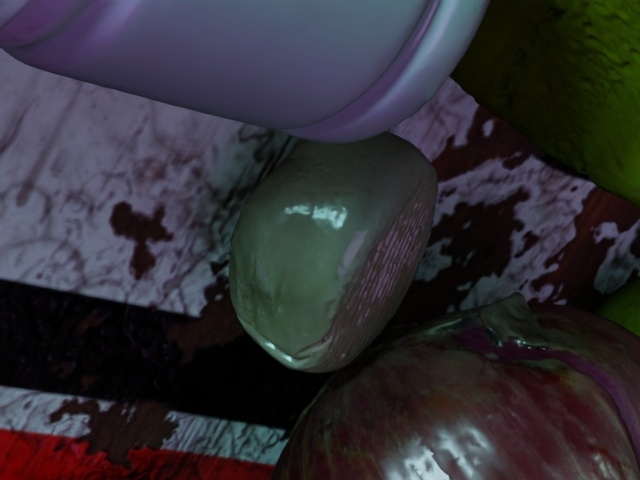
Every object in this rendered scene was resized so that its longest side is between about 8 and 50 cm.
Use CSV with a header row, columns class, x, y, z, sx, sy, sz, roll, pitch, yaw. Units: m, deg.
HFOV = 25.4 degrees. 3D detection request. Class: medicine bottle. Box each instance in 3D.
class,x,y,z,sx,sy,sz,roll,pitch,yaw
medicine bottle,-0.086,-0.178,0.713,0.325,0.212,0.212,10,116,-41

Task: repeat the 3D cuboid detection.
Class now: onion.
class,x,y,z,sx,sy,sz,roll,pitch,yaw
onion,0.115,0.186,1.071,0.353,0.353,0.353,-20,132,-23

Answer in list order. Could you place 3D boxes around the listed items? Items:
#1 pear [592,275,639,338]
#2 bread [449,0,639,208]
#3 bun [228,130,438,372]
class,x,y,z,sx,sy,sz,roll,pitch,yaw
pear,0.296,0.102,1.261,0.216,0.166,0.180,24,121,-22
bread,0.212,-0.178,0.839,0.208,0.251,0.376,-46,172,-22
bun,0.000,0.000,0.982,0.173,0.113,0.166,-57,159,-13
